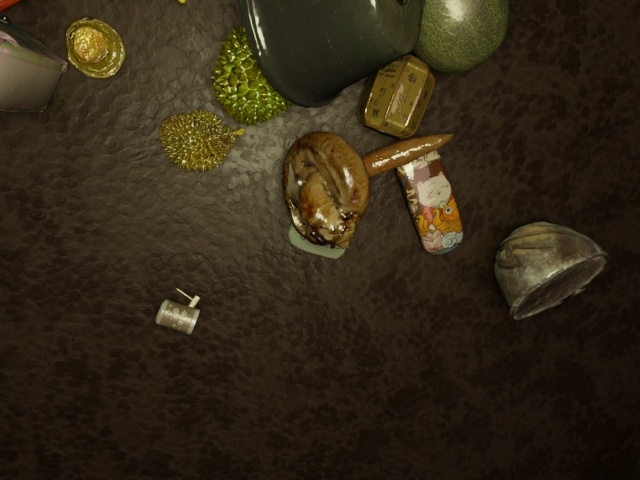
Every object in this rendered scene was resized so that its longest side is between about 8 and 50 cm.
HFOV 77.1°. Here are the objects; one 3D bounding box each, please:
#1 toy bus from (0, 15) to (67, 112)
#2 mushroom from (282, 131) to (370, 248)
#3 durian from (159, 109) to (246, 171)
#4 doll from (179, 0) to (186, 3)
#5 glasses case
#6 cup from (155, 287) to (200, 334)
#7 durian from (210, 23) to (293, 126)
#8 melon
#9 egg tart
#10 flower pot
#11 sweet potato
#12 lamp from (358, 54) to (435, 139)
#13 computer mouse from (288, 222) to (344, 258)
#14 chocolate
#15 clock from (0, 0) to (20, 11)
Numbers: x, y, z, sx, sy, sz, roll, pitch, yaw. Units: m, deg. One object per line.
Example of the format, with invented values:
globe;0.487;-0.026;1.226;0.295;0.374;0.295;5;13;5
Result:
toy bus;-0.620;-0.333;0.739;0.162;0.386;0.171;23;101;-20
mushroom;0.018;-0.110;0.985;0.195;0.284;0.263;14;145;-36
durian;-0.281;-0.243;0.974;0.207;0.102;0.147;-12;101;-11
doll;-0.257;-0.639;0.869;0.135;0.098;0.241;44;94;22
glasses case;0.304;-0.113;1.122;0.122;0.082;0.321;-23;106;2
cup;-0.381;0.193;1.084;0.099;0.074;0.102;22;100;-15
durian;-0.140;-0.387;0.927;0.200;0.176;0.237;28;87;-36
melon;0.295;-0.541;0.924;0.237;0.237;0.302;-38;104;1
egg tart;-0.511;-0.432;0.903;0.130;0.052;0.131;-4;108;-11
flower pot;0.057;-0.463;0.808;0.379;0.250;0.380;-14;107;-53
sweet potato;0.186;-0.221;1.041;0.314;0.066;0.072;-23;79;14
lamp;0.187;-0.355;1.001;0.161;0.161;0.185;19;103;-15
computer mouse;0.000;0.000;1.114;0.181;0.056;0.089;18;106;-15
chocolate;0.626;0.062;1.164;0.302;0.213;0.303;-15;144;-11
clock;-0.648;-0.564;0.839;0.155;0.061;0.113;-32;108;-4
